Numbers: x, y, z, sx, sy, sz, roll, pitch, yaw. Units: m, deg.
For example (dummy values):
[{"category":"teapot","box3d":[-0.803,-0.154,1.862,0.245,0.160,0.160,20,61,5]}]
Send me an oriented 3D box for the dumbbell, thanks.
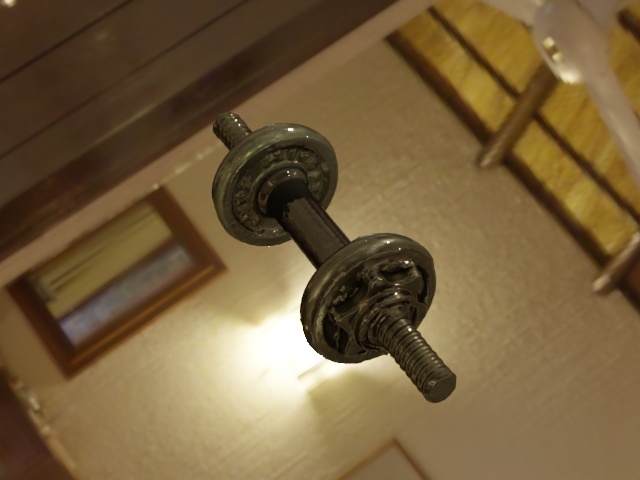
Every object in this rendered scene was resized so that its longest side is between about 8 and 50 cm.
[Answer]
[{"category":"dumbbell","box3d":[0.000,0.000,0.675,0.254,0.082,0.081,51,-11,43]}]
